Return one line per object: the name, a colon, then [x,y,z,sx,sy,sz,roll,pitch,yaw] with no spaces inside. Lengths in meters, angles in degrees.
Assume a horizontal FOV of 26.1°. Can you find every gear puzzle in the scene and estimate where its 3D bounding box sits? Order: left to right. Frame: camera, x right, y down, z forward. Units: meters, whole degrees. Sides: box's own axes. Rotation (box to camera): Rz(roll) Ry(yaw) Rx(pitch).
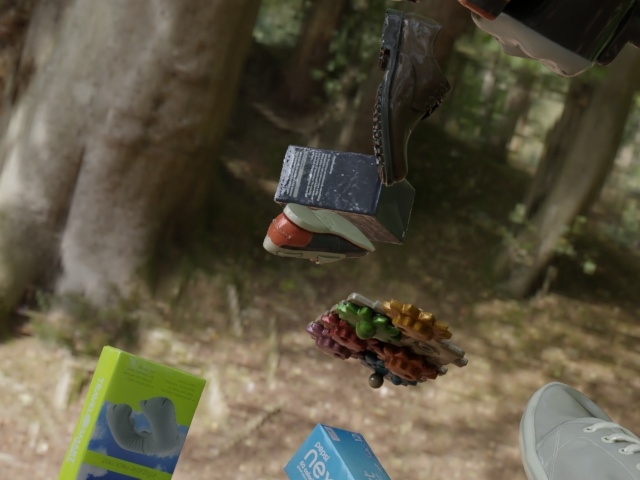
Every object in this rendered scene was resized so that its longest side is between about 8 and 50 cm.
gear puzzle: [0.088,0.132,1.712,0.175,0.044,0.339,28,-18,-6]

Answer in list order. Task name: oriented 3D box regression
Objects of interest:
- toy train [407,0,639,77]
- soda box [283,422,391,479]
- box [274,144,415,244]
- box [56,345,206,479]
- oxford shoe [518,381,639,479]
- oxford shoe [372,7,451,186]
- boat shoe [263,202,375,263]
toy train: [0.147,-0.237,0.640,0.190,0.334,0.142,29,16,-15]
soda box: [0.046,0.287,1.406,0.067,0.071,0.210,21,24,-42]
box: [0.039,-0.066,2.031,0.158,0.093,0.156,9,-12,21]
box: [-0.197,0.207,1.400,0.109,0.178,0.042,23,-7,-33]
oxford shoe: [0.286,0.243,1.281,0.169,0.130,0.449,32,17,-9]
oxford shoe: [0.113,-0.175,1.699,0.096,0.227,0.083,8,-11,-1]
boat shoe: [0.000,0.000,1.244,0.049,0.043,0.137,44,17,30]
